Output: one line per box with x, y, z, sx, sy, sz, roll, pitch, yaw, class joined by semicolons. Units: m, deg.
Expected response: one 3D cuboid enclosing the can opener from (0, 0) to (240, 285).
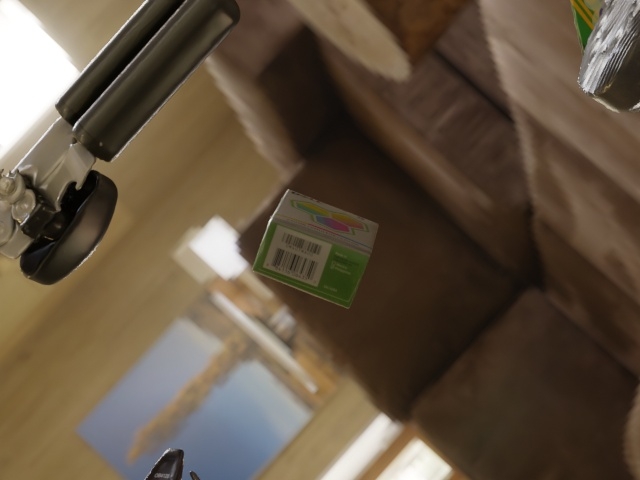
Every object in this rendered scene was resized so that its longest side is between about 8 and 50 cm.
-0.164;-0.092;1.279;0.093;0.280;0.074;27;-162;-47;can opener

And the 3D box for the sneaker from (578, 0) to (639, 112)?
0.258;-0.142;1.085;0.131;0.112;0.319;34;-152;2;sneaker

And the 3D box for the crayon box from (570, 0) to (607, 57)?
0.361;-0.330;1.749;0.203;0.083;0.323;-3;113;33;crayon box

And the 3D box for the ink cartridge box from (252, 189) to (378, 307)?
0.000;0.000;1.743;0.109;0.062;0.209;21;-166;1;ink cartridge box

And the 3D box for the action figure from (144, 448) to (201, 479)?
-0.059;0.273;1.231;0.185;0.099;0.285;-17;135;34;action figure
